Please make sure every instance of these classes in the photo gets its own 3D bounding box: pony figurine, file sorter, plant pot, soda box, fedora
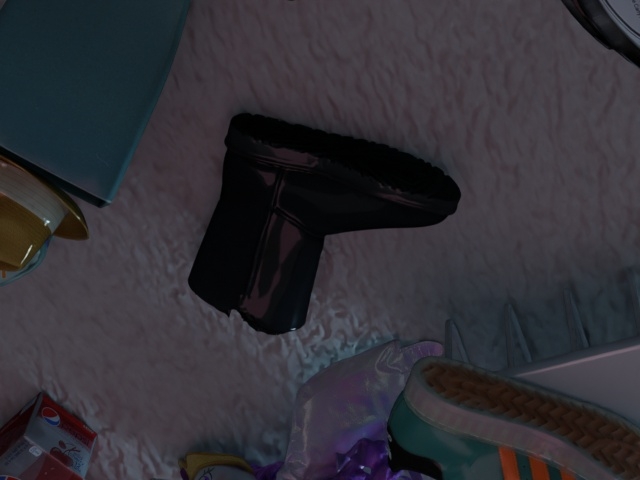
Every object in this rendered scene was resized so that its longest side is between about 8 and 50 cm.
[{"bbox_3d":[0.002,0.294,1.553,0.351,0.363,0.302,-11,112,-6],"label":"pony figurine"},{"bbox_3d":[0.279,0.154,1.504,0.278,0.173,0.192,-15,116,14],"label":"file sorter"},{"bbox_3d":[-0.213,-0.171,1.341,0.166,0.165,0.234,29,84,-10],"label":"plant pot"},{"bbox_3d":[-0.375,0.293,1.702,0.092,0.083,0.263,41,116,-19],"label":"soda box"},{"bbox_3d":[-0.308,-0.027,1.341,0.194,0.079,0.194,22,162,8],"label":"fedora"}]

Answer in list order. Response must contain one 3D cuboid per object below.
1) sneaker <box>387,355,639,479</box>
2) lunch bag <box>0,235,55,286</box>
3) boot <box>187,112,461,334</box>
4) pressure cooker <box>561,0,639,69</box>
[{"bbox_3d":[0.206,0.216,1.392,0.302,0.108,0.121,23,119,2],"label":"sneaker"},{"bbox_3d":[-0.414,-0.041,1.499,0.279,0.108,0.224,-22,110,15],"label":"lunch bag"},{"bbox_3d":[0.000,0.000,1.486,0.247,0.094,0.207,16,117,4],"label":"boot"},{"bbox_3d":[0.335,-0.304,1.092,0.370,0.420,0.375,20,121,-7],"label":"pressure cooker"}]
